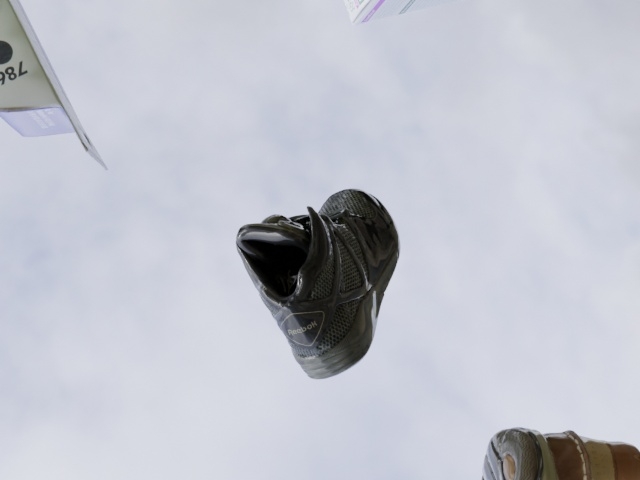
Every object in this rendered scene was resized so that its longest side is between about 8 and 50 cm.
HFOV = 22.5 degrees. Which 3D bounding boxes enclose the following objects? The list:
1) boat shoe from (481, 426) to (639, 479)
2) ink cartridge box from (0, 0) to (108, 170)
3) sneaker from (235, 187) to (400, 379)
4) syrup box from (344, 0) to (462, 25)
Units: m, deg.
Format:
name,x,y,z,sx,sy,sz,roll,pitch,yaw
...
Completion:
name,x,y,z,sx,sy,sz,roll,pitch,yaw
boat shoe,0.182,0.266,1.240,0.120,0.324,0.122,-4,-133,-7
ink cartridge box,-0.304,-0.206,1.486,0.333,0.065,0.165,62,177,4
sneaker,0.000,0.000,1.364,0.130,0.087,0.227,58,-151,-26
syrup box,0.134,-0.313,1.737,0.237,0.096,0.093,-15,-101,-25
